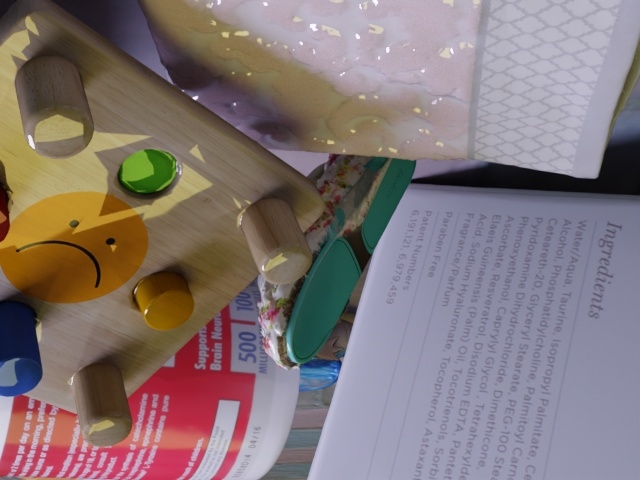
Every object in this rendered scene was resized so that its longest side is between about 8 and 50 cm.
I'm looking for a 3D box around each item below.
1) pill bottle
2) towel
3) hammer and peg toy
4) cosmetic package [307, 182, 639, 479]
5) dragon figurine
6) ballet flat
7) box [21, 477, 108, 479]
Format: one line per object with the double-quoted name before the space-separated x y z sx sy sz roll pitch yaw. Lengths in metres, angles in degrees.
"pill bottle" -0.245 0.127 1.008 0.407 0.229 0.229 8 155 -24
"towel" 0.040 -0.136 0.592 0.317 0.053 0.332 6 157 7
"hammer and peg toy" -0.201 -0.018 0.608 0.266 0.127 0.361 -44 133 17
"cosmetic package" 0.255 0.170 0.884 0.393 0.327 0.329 5 155 31
"dragon figurine" -0.020 0.139 1.238 0.289 0.085 0.144 -11 155 14
"ballet flat" 0.000 0.000 0.763 0.077 0.241 0.091 10 137 27
"box" -0.293 0.230 1.316 0.215 0.168 0.345 -6 157 7
